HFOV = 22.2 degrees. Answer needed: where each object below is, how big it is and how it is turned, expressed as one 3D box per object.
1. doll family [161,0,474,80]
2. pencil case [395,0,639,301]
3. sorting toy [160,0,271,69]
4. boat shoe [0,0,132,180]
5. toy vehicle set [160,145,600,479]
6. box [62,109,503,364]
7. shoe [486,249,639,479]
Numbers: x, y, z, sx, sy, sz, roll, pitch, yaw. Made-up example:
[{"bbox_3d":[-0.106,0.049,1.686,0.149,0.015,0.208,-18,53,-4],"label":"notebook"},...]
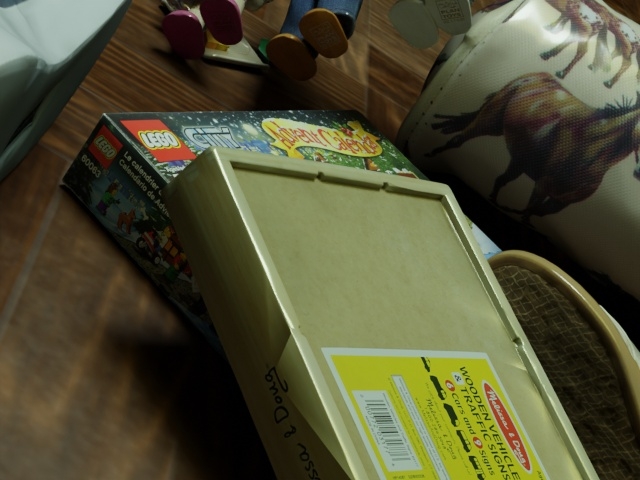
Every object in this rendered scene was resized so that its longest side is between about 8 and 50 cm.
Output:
[{"bbox_3d":[0.032,-0.175,0.987,0.118,0.263,0.163,52,37,-32],"label":"doll family"},{"bbox_3d":[0.246,-0.004,1.025,0.410,0.160,0.183,36,3,0],"label":"pencil case"},{"bbox_3d":[-0.057,-0.131,1.036,0.083,0.012,0.062,4,39,-50],"label":"sorting toy"},{"bbox_3d":[-0.184,-0.085,0.633,0.156,0.136,0.367,34,21,-6],"label":"boat shoe"},{"bbox_3d":[0.047,0.084,0.678,0.166,0.035,0.267,8,50,-48],"label":"toy vehicle set"},{"bbox_3d":[0.000,0.000,0.832,0.159,0.044,0.233,46,26,20],"label":"box"},{"bbox_3d":[0.142,0.101,0.796,0.219,0.076,0.058,58,14,12],"label":"shoe"}]
